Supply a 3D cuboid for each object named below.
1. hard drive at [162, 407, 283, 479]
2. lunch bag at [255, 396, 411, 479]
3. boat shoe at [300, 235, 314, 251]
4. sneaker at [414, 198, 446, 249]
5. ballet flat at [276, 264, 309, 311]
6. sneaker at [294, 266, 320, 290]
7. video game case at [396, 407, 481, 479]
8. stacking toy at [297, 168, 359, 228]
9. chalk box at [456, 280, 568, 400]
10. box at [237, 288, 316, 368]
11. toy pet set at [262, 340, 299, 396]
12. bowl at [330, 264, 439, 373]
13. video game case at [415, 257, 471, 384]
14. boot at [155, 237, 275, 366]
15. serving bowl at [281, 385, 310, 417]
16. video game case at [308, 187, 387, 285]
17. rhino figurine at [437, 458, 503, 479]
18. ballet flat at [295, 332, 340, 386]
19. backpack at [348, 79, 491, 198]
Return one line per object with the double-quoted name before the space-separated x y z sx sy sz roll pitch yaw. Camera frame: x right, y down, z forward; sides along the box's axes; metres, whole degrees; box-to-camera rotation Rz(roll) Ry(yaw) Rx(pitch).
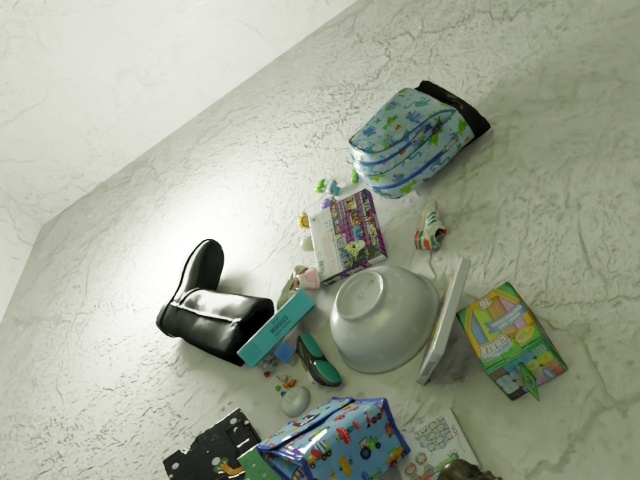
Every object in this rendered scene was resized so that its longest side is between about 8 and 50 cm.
"hard drive" -0.217 0.570 1.478 0.237 0.064 0.339 -34 31 -15
"lunch bag" 0.007 0.430 1.342 0.221 0.138 0.293 -29 9 -27
"boat shoe" 0.000 0.000 1.924 0.137 0.043 0.049 -23 80 30
"sneaker" 0.303 -0.040 1.658 0.075 0.057 0.161 5 54 28
"ballet flat" -0.079 0.141 1.847 0.052 0.057 0.168 1 54 34
"sneaker" -0.044 0.110 1.798 0.070 0.050 0.134 -3 12 -7
"video game case" 0.227 0.435 1.258 0.157 0.019 0.143 -37 35 11
"stacking toy" 0.028 -0.141 2.035 0.167 0.052 0.221 -11 45 38
"chalk box" 0.384 0.213 1.233 0.132 0.132 0.213 -35 37 13
"box" -0.119 0.242 1.719 0.244 0.060 0.100 -45 -5 -9
"toy pet set" -0.110 0.331 1.666 0.114 0.065 0.122 -51 35 -6
"bowl" 0.131 0.166 1.538 0.298 0.134 0.297 -27 39 24
"video game case" 0.264 0.178 1.355 0.026 0.206 0.227 20 62 9
"boot" -0.305 0.172 1.955 0.445 0.146 0.366 3 66 52
"serving bowl" -0.068 0.403 1.583 0.083 0.027 0.083 -28 37 23
"video game case" 0.073 -0.010 1.808 0.210 0.042 0.232 -27 54 24
"rhino figurine" 0.225 0.510 1.135 0.106 0.073 0.243 23 78 48
"ballet flat" -0.012 0.320 1.588 0.074 0.074 0.203 -43 41 2
"backpack" 0.256 -0.289 1.818 0.355 0.273 0.290 -52 40 10
